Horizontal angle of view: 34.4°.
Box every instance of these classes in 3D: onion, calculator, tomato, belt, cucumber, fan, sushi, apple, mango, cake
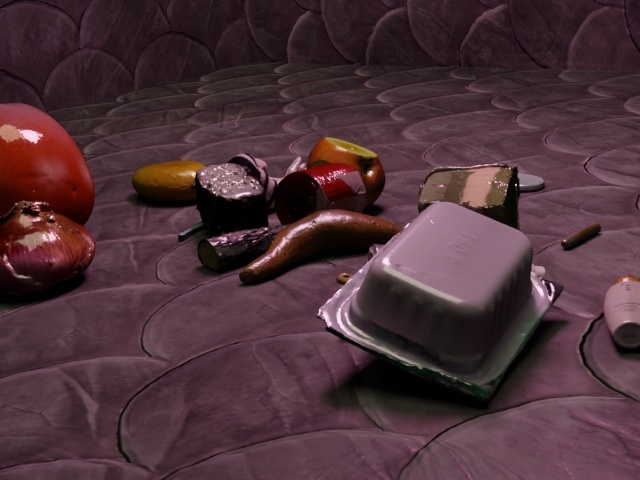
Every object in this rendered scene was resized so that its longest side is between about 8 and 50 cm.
[{"bbox_3d":[-0.539,0.006,1.911,0.230,0.163,0.230,-10,24,4],"label":"onion"},{"bbox_3d":[0.416,-0.129,2.262,0.153,0.021,0.095,13,25,38],"label":"calculator"},{"bbox_3d":[-0.630,-0.134,2.132,0.321,0.321,0.321,-5,17,2],"label":"tomato"},{"bbox_3d":[0.005,-0.084,2.049,0.124,0.128,0.201,-15,1,-31],"label":"belt"},{"bbox_3d":[-0.127,-0.001,1.964,0.211,0.062,0.078,-19,21,-35],"label":"cucumber"},{"bbox_3d":[-0.251,-0.036,2.190,0.038,0.016,0.193,3,19,20],"label":"fan"},{"bbox_3d":[-0.183,-0.071,2.095,0.124,0.127,0.225,-12,26,-20],"label":"sushi"},{"bbox_3d":[0.057,-0.140,2.172,0.147,0.163,0.146,3,16,41],"label":"apple"},{"bbox_3d":[-0.359,-0.138,2.433,0.237,0.091,0.137,-2,12,29],"label":"mango"},{"bbox_3d":[0.245,-0.017,1.689,0.158,0.172,0.283,-3,13,13],"label":"cake"}]

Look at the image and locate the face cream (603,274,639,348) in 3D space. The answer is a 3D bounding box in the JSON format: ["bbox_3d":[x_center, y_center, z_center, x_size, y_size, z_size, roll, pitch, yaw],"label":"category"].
[{"bbox_3d":[0.442,0.100,1.477,0.072,0.051,0.182,-4,16,18],"label":"face cream"}]

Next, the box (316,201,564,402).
[{"bbox_3d":[0.180,0.054,1.435,0.264,0.106,0.337,24,37,19],"label":"box"}]

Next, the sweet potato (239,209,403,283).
[{"bbox_3d":[-0.006,-0.002,1.906,0.346,0.079,0.108,-17,33,-23],"label":"sweet potato"}]

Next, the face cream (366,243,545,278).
[{"bbox_3d":[0.213,0.050,1.611,0.283,0.073,0.073,3,16,-11],"label":"face cream"}]

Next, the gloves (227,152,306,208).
[{"bbox_3d":[-0.115,-0.127,2.302,0.140,0.131,0.219,2,-11,30],"label":"gloves"}]

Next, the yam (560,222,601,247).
[{"bbox_3d":[0.470,-0.009,1.865,0.116,0.021,0.021,-22,23,-40],"label":"yam"}]

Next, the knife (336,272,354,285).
[{"bbox_3d":[0.126,0.098,1.646,0.047,0.017,0.298,-23,28,-38],"label":"knife"}]
